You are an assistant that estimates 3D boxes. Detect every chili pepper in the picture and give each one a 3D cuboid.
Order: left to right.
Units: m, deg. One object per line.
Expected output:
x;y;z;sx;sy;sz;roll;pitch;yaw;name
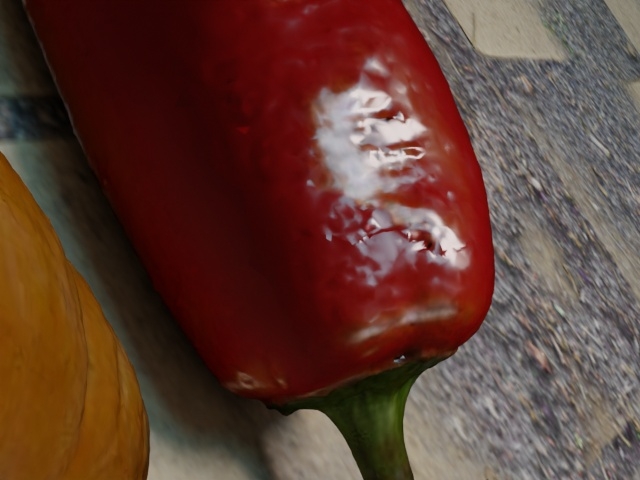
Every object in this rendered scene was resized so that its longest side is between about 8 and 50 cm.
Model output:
-0.001;-0.002;0.686;0.134;0.131;0.338;6;54;-50;chili pepper

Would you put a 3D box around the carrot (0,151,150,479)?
-0.107;0.034;0.403;0.225;0.159;0.159;39;25;-54;carrot
